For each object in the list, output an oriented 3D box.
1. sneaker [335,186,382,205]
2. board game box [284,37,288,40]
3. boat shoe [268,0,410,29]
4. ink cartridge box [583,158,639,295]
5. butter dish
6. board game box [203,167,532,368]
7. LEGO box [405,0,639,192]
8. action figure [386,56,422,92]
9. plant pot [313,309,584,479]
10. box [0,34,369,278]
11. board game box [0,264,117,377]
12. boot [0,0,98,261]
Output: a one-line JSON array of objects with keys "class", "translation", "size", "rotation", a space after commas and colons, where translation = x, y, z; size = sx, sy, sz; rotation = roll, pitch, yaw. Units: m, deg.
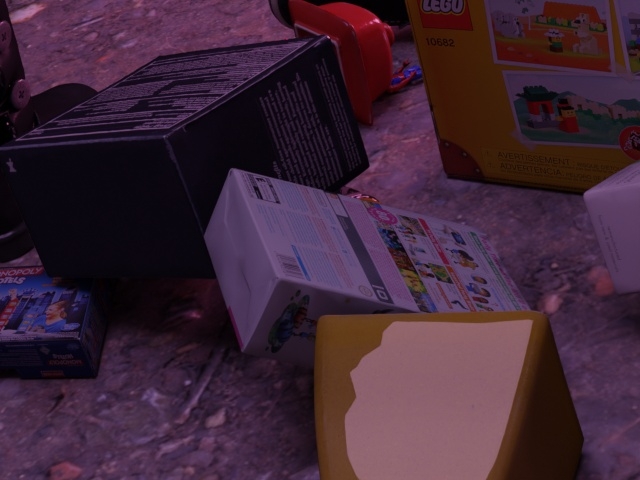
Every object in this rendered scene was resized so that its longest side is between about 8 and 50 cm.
[{"class": "sneaker", "translation": [0.000, 0.000, 1.746], "size": [0.083, 0.084, 0.215], "rotation": [10, 41, 26]}, {"class": "board game box", "translation": [-0.017, -0.282, 2.189], "size": [0.168, 0.033, 0.133], "rotation": [-25, 35, -12]}, {"class": "boat shoe", "translation": [0.172, -0.391, 2.122], "size": [0.500, 0.187, 0.156], "rotation": [-11, 36, -8]}, {"class": "ink cartridge box", "translation": [0.465, -0.052, 1.448], "size": [0.353, 0.119, 0.207], "rotation": [-11, 12, 44]}, {"class": "butter dish", "translation": [0.047, -0.259, 2.019], "size": [0.118, 0.160, 0.160], "rotation": [-29, 36, -23]}, {"class": "board game box", "translation": [0.054, 0.048, 1.500], "size": [0.303, 0.098, 0.224], "rotation": [13, 27, -22]}, {"class": "LEGO box", "translation": [0.358, -0.247, 1.680], "size": [0.500, 0.372, 0.193], "rotation": [9, 42, 32]}, {"class": "action figure", "translation": [0.124, -0.230, 2.061], "size": [0.115, 0.030, 0.038], "rotation": [-22, 38, -4]}, {"class": "plant pot", "translation": [0.105, 0.201, 1.325], "size": [0.212, 0.212, 0.187], "rotation": [-2, 49, 20]}, {"class": "box", "translation": [-0.158, -0.094, 1.735], "size": [0.296, 0.183, 0.294], "rotation": [-1, 26, 42]}, {"class": "board game box", "translation": [-0.329, 0.080, 1.791], "size": [0.194, 0.060, 0.194], "rotation": [-3, 36, 20]}, {"class": "boot", "translation": [-0.426, -0.254, 1.958], "size": [0.146, 0.445, 0.367], "rotation": [-5, 36, 17]}]
